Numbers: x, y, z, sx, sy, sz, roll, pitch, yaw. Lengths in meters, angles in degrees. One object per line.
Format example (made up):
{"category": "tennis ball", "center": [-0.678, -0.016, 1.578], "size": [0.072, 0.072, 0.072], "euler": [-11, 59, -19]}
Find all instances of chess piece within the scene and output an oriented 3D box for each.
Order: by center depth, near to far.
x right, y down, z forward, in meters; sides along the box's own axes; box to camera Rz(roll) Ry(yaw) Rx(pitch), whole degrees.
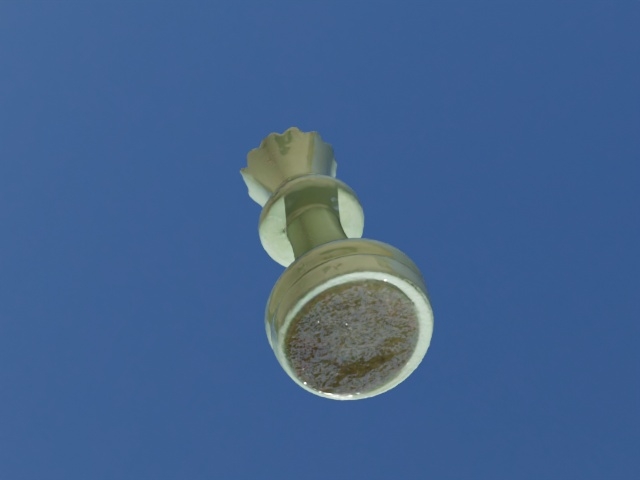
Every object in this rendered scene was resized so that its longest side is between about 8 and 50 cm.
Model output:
{"category": "chess piece", "center": [0.000, 0.000, 0.448], "size": [0.042, 0.042, 0.093], "euler": [-36, -148, 10]}
